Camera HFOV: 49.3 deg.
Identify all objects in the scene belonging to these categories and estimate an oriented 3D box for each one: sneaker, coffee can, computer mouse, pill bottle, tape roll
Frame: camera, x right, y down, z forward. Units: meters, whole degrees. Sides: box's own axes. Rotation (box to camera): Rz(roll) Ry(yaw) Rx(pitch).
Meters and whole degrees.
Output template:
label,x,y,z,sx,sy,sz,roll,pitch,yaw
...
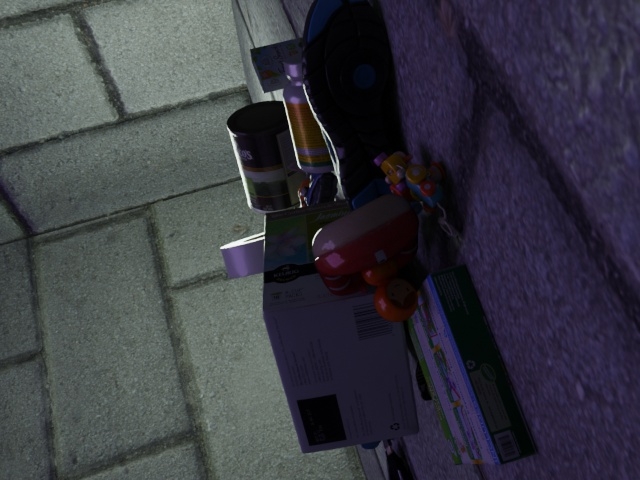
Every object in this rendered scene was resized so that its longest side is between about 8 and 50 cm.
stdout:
label,x,y,z,sx,sy,sz,roll,pitch,yaw
sneaker,0.182,0.236,1.230,0.044,0.040,0.109,-111,9,-48
coffee can,-0.146,-0.244,2.058,0.201,0.201,0.275,-116,11,-54
sneaker,0.040,-0.195,1.029,0.139,0.125,0.341,-110,9,-67
computer mouse,0.203,0.591,1.820,0.184,0.060,0.262,77,-175,-55
pill bottle,-0.005,-0.241,1.302,0.117,0.117,0.208,-119,15,-61
tape roll,-0.164,0.030,2.179,0.286,0.286,0.100,-159,53,-81

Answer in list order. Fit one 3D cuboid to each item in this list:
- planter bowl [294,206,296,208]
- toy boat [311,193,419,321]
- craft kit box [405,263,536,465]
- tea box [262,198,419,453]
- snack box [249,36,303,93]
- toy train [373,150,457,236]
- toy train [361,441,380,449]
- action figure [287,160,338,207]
label,x,y,z,sx,sy,sz,roll,pitch,yaw
planter bowl,0.000,0.000,1.914,0.217,0.090,0.217,163,90,-82
toy boat,0.081,0.041,0.948,0.151,0.151,0.231,61,178,19
craft kit box,0.194,0.184,0.974,0.246,0.061,0.250,105,149,-72
tea box,0.032,0.142,1.270,0.323,0.220,0.329,-98,-3,-58
snack box,-0.057,-0.348,1.367,0.037,0.141,0.100,85,168,-53
toy train,0.134,-0.068,0.926,0.125,0.046,0.166,52,174,-25
toy train,0.115,0.451,1.924,0.143,0.105,0.248,-105,4,-52
action figure,0.019,-0.069,1.585,0.330,0.178,0.341,52,131,54
